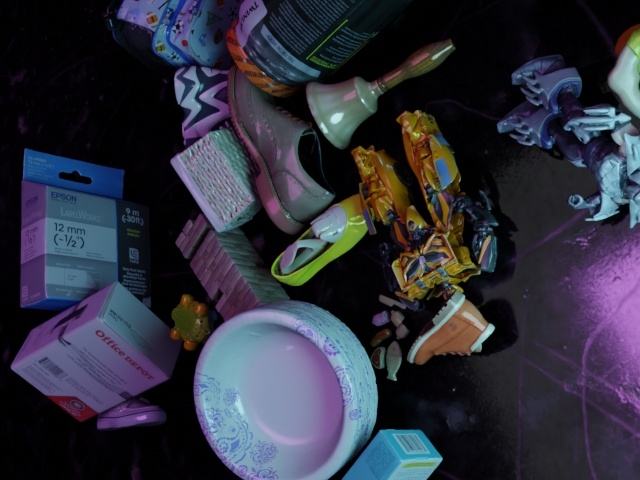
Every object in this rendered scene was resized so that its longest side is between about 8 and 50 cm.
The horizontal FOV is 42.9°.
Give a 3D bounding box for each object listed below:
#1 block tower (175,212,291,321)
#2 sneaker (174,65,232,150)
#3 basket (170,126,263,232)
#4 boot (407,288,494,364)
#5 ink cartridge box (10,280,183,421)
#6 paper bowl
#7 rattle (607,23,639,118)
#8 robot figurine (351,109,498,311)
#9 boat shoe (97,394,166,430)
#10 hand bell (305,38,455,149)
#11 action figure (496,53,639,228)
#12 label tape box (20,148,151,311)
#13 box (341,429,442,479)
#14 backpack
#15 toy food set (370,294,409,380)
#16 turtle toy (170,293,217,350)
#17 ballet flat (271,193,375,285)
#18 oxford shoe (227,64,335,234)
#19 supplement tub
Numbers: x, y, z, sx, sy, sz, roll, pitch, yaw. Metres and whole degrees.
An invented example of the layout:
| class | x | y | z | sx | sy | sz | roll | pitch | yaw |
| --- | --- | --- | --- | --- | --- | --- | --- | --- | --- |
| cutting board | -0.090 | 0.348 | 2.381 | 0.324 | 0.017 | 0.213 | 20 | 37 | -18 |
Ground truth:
| class | x | y | z | sx | sy | sz | roll | pitch | yaw |
| --- | --- | --- | --- | --- | --- | --- | --- | --- | --- |
| block tower | -0.147 | 0.080 | 1.486 | 0.335 | 0.097 | 0.091 | 50 | 116 | 36 |
| sneaker | -0.190 | -0.230 | 1.593 | 0.094 | 0.153 | 0.235 | -87 | -9 | -67 |
| basket | -0.173 | -0.117 | 1.500 | 0.103 | 0.113 | 0.167 | -37 | 86 | 29 |
| boot | 0.185 | 0.147 | 1.178 | 0.084 | 0.059 | 0.158 | 38 | 136 | 4 |
| ink cartridge box | -0.443 | 0.226 | 1.628 | 0.272 | 0.197 | 0.114 | -27 | 30 | 28 |
| paper bowl | -0.045 | 0.236 | 1.283 | 0.284 | 0.148 | 0.284 | 3 | 97 | 27 |
| rattle | 0.458 | -0.189 | 1.008 | 0.199 | 0.143 | 0.130 | 26 | 94 | 7 |
| robot figurine | 0.148 | -0.039 | 1.232 | 0.211 | 0.085 | 0.291 | -35 | 59 | 34 |
| boat shoe | -0.398 | 0.348 | 1.678 | 0.226 | 0.083 | 0.076 | -17 | 71 | 41 |
| hand bell | 0.110 | -0.258 | 1.324 | 0.242 | 0.126 | 0.126 | -26 | 64 | 23 |
| action figure | 0.338 | -0.118 | 1.032 | 0.285 | 0.099 | 0.185 | -120 | 15 | -46 |
| label tape box | -0.496 | -0.023 | 1.732 | 0.115 | 0.249 | 0.348 | -17 | 70 | 41 |
| box | 0.069 | 0.388 | 1.211 | 0.244 | 0.100 | 0.060 | -56 | 48 | 20 |
| backpack | -0.259 | -0.459 | 1.598 | 0.213 | 0.276 | 0.263 | 14 | 84 | 15 |
| toy food set | 0.107 | 0.151 | 1.281 | 0.078 | 0.019 | 0.122 | 21 | 104 | 44 |
| turtle toy | -0.248 | 0.155 | 1.585 | 0.130 | 0.066 | 0.095 | 26 | 100 | 44 |
| ballet flat | 0.000 | 0.000 | 1.372 | 0.231 | 0.077 | 0.077 | -43 | 54 | 29 |
| oxford shoe | -0.063 | -0.188 | 1.455 | 0.130 | 0.123 | 0.348 | -32 | 70 | 27 |
| supplement tub | 0.007 | -0.404 | 1.357 | 0.338 | 0.207 | 0.207 | -37 | 58 | 32 |
